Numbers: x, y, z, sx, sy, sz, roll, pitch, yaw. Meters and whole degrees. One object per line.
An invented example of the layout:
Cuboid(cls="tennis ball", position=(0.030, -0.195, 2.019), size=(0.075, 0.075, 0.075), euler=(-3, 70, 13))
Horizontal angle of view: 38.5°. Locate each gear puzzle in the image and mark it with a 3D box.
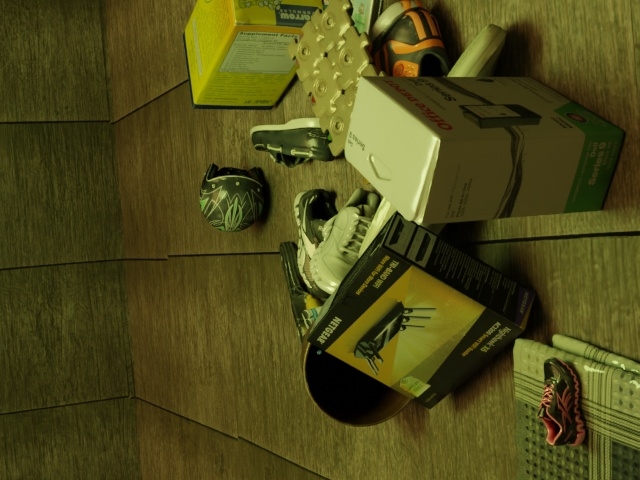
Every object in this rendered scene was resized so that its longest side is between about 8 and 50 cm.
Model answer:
Cuboid(cls="gear puzzle", position=(0.057, -0.241, 1.518), size=(0.175, 0.044, 0.339), euler=(-43, 60, 42))

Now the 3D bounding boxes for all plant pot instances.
Cuboid(cls="plant pot", position=(0.052, 0.206, 1.691), size=(0.230, 0.215, 0.215), euler=(-157, 65, -77))

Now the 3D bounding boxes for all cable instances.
Cuboid(cls="cable", position=(-0.032, 0.128, 2.006), size=(0.287, 0.072, 0.139), euler=(-106, 9, -46))

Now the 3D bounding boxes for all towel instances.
Cuboid(cls="towel", position=(0.376, 0.299, 1.215), size=(0.324, 0.056, 0.312), euler=(15, 110, 60))

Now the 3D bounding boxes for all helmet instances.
Cuboid(cls="helmet", position=(-0.210, -0.101, 2.172), size=(0.161, 0.169, 0.169), euler=(-103, 23, -52))

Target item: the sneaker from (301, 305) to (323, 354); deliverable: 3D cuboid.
Cuboid(cls="sneaker", position=(0.029, 0.208, 1.854), size=(0.071, 0.083, 0.191), euler=(49, 159, 57))

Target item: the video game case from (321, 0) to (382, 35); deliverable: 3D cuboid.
Cuboid(cls="video game case", position=(0.054, -0.440, 1.745), size=(0.204, 0.025, 0.285), euler=(43, 131, 53))

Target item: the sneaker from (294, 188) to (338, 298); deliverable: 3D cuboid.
Cuboid(cls="sneaker", position=(0.000, 0.000, 1.863), size=(0.106, 0.078, 0.234), euler=(149, 115, -63))

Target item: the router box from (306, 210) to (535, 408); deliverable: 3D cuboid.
Cuboid(cls="router box", position=(0.146, 0.120, 1.424), size=(0.081, 0.243, 0.309), euler=(-64, 4, -39))

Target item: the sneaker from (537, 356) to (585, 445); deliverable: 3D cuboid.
Cuboid(cls="sneaker", position=(0.308, 0.214, 1.201), size=(0.047, 0.057, 0.119), euler=(-27, 72, 63))

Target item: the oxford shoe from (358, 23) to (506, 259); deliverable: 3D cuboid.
Cuboid(cls="oxford shoe", position=(0.196, -0.122, 1.422), size=(0.130, 0.169, 0.449), euler=(27, 121, 8))

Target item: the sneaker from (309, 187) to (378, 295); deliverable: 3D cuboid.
Cuboid(cls="sneaker", position=(0.054, 0.005, 1.639), size=(0.118, 0.110, 0.292), euler=(-58, 13, 30))

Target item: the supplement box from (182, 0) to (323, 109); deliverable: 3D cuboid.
Cuboid(cls="supplement box", position=(-0.150, -0.441, 1.932), size=(0.356, 0.194, 0.195), euler=(138, 126, -61))

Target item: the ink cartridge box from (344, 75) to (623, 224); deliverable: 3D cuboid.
Cuboid(cls="ink cartridge box", position=(0.208, -0.125, 1.198), size=(0.211, 0.289, 0.122), euler=(49, 136, 49))

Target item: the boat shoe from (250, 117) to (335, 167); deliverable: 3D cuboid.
Cuboid(cls="boat shoe", position=(-0.064, -0.198, 1.919), size=(0.302, 0.114, 0.091), euler=(0, 89, 64))

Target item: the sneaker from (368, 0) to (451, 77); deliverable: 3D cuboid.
Cuboid(cls="sneaker", position=(0.111, -0.237, 1.555), size=(0.321, 0.124, 0.180), euler=(-58, 43, 50))
